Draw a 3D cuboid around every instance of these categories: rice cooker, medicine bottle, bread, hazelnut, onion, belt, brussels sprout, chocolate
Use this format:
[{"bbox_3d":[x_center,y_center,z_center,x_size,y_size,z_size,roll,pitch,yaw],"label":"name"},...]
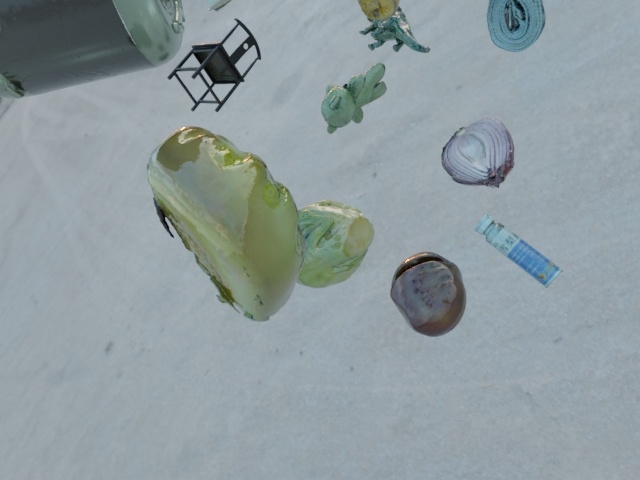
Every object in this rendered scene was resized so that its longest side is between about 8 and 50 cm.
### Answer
[{"bbox_3d":[-0.329,-0.328,0.671,0.276,0.288,0.288,-12,42,1],"label":"rice cooker"},{"bbox_3d":[0.410,0.020,1.160,0.191,0.051,0.051,42,94,17],"label":"medicine bottle"},{"bbox_3d":[-0.092,-0.023,0.711,0.158,0.261,0.156,-41,35,-25],"label":"bread"},{"bbox_3d":[0.309,0.152,1.548,0.217,0.217,0.251,-39,28,18],"label":"hazelnut"},{"bbox_3d":[0.522,-0.247,1.772,0.227,0.120,0.284,-34,45,22],"label":"onion"},{"bbox_3d":[0.484,-0.560,1.384,0.082,0.147,0.163,-66,-10,-57],"label":"belt"},{"bbox_3d":[0.000,0.000,1.826,0.344,0.268,0.344,-16,64,36],"label":"brussels sprout"},{"bbox_3d":[0.140,-0.533,1.090,0.085,0.085,0.219,-7,54,46],"label":"chocolate"}]

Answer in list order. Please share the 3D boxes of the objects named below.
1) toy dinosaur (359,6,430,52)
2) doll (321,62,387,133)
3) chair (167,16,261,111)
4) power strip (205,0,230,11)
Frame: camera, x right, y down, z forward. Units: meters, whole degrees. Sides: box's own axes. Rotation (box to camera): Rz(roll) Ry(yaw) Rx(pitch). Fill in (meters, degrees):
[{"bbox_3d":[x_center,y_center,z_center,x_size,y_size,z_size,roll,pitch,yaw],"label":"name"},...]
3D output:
[{"bbox_3d":[0.166,-0.501,1.353,0.120,0.079,0.292,-33,37,17],"label":"toy dinosaur"},{"bbox_3d":[0.059,-0.263,1.011,0.150,0.115,0.077,-36,67,-20],"label":"doll"},{"bbox_3d":[-0.316,-0.533,1.694,0.141,0.154,0.260,12,59,37],"label":"chair"},{"bbox_3d":[-0.328,-0.894,2.004,0.192,0.035,0.081,-31,7,15],"label":"power strip"}]
